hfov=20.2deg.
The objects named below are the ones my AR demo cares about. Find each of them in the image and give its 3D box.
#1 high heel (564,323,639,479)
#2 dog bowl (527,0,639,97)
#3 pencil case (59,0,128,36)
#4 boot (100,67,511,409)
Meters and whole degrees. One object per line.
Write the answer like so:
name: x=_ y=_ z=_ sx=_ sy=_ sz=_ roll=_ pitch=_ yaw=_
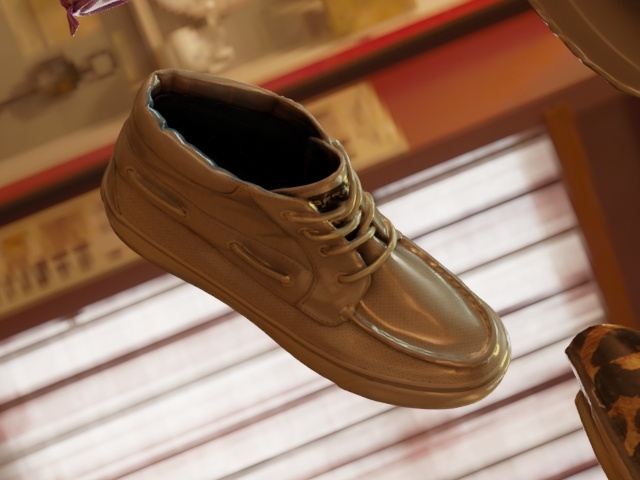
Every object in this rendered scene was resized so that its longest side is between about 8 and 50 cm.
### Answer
high heel: x=0.189 y=0.070 z=0.402 sx=0.261 sy=0.186 sz=0.093 roll=51 pitch=2 yaw=32
dog bowl: x=0.184 y=-0.187 z=0.475 sx=0.102 sy=0.349 sz=0.349 roll=10 pitch=42 yaw=-37
pencil case: x=-0.162 y=-0.236 z=1.100 sx=0.206 sy=0.088 sz=0.086 roll=60 pitch=-19 yaw=4
boot: x=0.000 y=0.000 z=0.994 sx=0.123 sy=0.258 sz=0.095 roll=116 pitch=-1 yaw=-60
